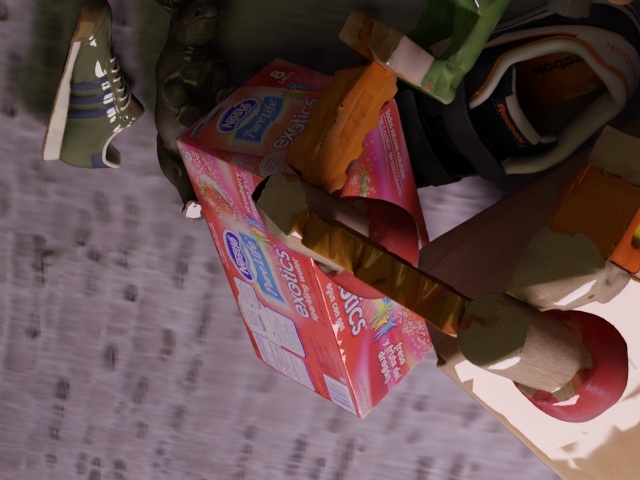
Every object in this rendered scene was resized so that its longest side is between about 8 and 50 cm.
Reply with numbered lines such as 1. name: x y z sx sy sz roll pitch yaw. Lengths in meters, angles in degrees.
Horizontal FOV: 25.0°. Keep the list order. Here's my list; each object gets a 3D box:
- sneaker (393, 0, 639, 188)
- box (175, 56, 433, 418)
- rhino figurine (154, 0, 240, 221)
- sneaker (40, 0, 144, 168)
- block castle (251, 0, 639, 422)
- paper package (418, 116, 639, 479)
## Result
1. sneaker: 0.139 -0.118 1.311 0.321 0.127 0.126 -26 117 27
2. box: 0.000 0.000 1.353 0.154 0.142 0.300 24 145 39
3. rhino figurine: -0.119 -0.146 1.356 0.073 0.106 0.243 -10 126 -18
4. sneaker: -0.210 -0.147 1.397 0.086 0.064 0.192 16 127 -10
5. block castle: 0.188 -0.118 1.100 0.213 0.303 0.453 24 95 -54
6. paper package: 0.305 0.064 1.302 0.325 0.168 0.309 -32 126 21
